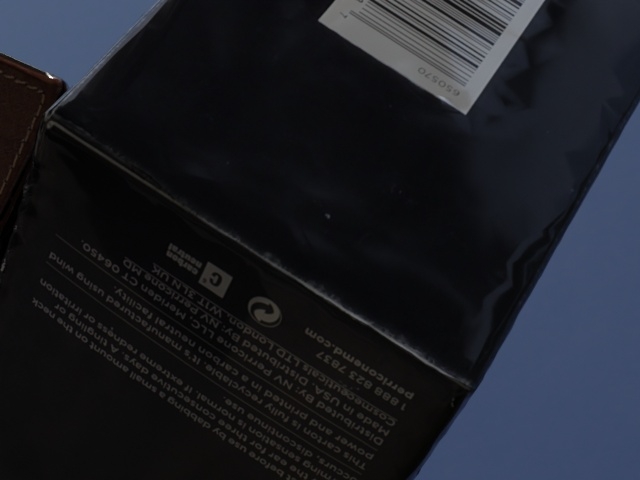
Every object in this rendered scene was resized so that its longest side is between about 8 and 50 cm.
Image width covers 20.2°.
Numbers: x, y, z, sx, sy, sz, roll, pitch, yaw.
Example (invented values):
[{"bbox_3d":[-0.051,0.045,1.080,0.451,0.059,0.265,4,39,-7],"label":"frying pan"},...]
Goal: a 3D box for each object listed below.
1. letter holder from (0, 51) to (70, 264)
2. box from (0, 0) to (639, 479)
[{"bbox_3d":[-0.286,-0.029,0.832,0.301,0.152,0.214,25,-94,2],"label":"letter holder"},{"bbox_3d":[0.000,0.000,0.821,0.179,0.343,0.312,33,-43,3],"label":"box"}]
